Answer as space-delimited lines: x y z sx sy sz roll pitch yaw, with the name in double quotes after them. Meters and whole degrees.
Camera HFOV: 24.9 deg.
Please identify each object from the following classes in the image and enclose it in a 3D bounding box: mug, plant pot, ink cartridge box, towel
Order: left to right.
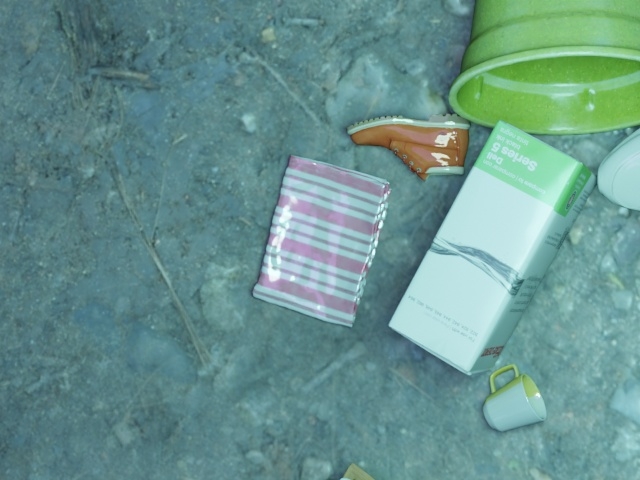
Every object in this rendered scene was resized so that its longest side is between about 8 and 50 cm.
0.000 0.000 1.864 0.144 0.029 0.197 16 92 17 "towel"
0.208 0.012 1.717 0.115 0.198 0.273 30 95 15 "ink cartridge box"
0.235 0.200 1.781 0.064 0.078 0.062 -28 113 21 "mug"
0.287 -0.285 1.697 0.276 0.276 0.254 -3 75 16 "plant pot"

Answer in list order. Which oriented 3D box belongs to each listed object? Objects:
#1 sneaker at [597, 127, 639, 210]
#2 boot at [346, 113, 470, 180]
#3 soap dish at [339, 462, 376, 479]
0.470 -0.076 1.666 0.305 0.152 0.114 -4 116 16 "sneaker"
0.109 -0.117 1.826 0.158 0.059 0.085 1 93 15 "boot"
0.059 0.451 1.745 0.229 0.118 0.291 32 98 43 "soap dish"
